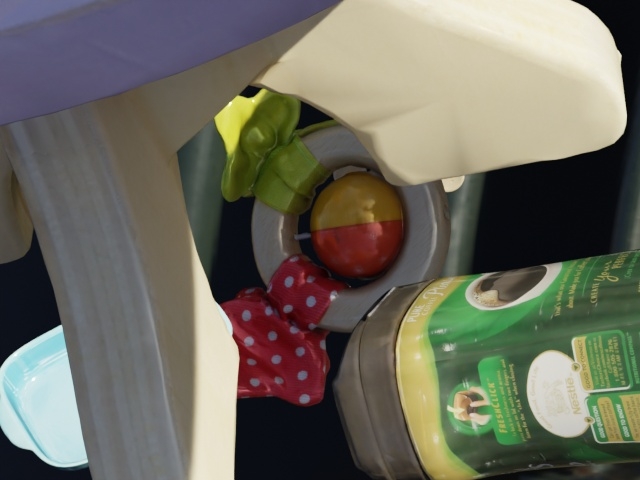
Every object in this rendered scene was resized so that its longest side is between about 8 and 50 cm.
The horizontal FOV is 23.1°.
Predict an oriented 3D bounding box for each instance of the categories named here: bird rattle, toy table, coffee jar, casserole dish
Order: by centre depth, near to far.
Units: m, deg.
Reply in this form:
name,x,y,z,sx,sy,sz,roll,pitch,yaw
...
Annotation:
name,x,y,z,sx,sy,sz,roll,pitch,yaw
toy table,-0.052,-0.060,0.413,0.274,0.161,0.252,-1,54,20
coffee jar,0.101,0.050,0.632,0.184,0.096,0.079,-9,104,24
casserole dish,-0.153,0.105,1.186,0.114,0.188,0.037,53,160,26
bird rattle,0.000,0.000,1.227,0.207,0.143,0.254,-10,73,26

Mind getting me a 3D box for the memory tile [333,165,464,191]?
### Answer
name,x,y,z,sx,sy,sz,roll,pitch,yaw
memory tile,0.073,-0.084,1.708,0.113,0.148,0.012,-40,20,15
